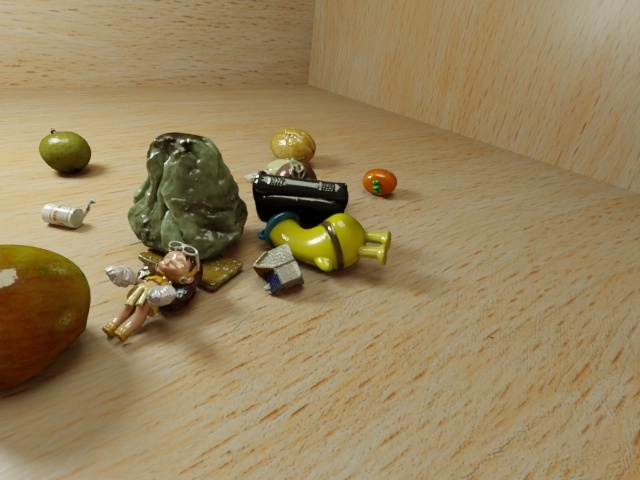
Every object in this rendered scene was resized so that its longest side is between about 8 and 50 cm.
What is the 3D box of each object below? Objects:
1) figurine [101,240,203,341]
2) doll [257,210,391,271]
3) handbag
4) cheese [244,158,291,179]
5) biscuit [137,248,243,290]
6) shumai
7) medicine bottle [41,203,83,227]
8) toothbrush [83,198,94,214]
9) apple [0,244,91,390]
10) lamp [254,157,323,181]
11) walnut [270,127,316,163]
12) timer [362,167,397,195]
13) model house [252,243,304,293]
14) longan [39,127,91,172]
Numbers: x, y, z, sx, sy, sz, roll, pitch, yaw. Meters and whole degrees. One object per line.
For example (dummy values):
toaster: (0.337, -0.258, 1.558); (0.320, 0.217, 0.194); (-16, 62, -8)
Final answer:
figurine: (-0.347, 0.103, 0.883); (0.175, 0.115, 0.240); (17, 36, 21)
doll: (0.000, 0.000, 1.128); (0.364, 0.145, 0.199); (6, 42, 15)
handbag: (-0.061, -0.104, 1.243); (0.276, 0.244, 0.088); (3, 72, -4)
cheese: (-0.191, -0.275, 1.659); (0.127, 0.050, 0.256); (30, 36, 34)
biscuit: (-0.327, 0.056, 1.062); (0.237, 0.026, 0.131); (17, 28, 19)
shumai: (-0.345, -0.134, 1.074); (0.310, 0.263, 0.304); (-10, 40, -17)
medicine bottle: (-0.712, -0.069, 1.162); (0.089, 0.057, 0.057); (10, 29, 5)
toothbrush: (-0.702, -0.095, 1.259); (0.013, 0.011, 0.131); (-17, 32, 0)
apple: (-0.531, 0.128, 0.730); (0.246, 0.245, 0.226); (26, 15, 30)
lamp: (-0.110, -0.189, 1.451); (0.215, 0.150, 0.223); (2, -14, -22)
walnut: (-0.120, -0.406, 1.811); (0.207, 0.159, 0.159); (25, 33, 18)
timer: (0.225, -0.219, 1.617); (0.136, 0.099, 0.136); (-5, 35, 3)
model house: (-0.104, 0.079, 1.030); (0.100, 0.087, 0.100); (-25, 71, -9)
longan: (-0.889, -0.317, 1.458); (0.145, 0.176, 0.155); (-40, 0, -6)
